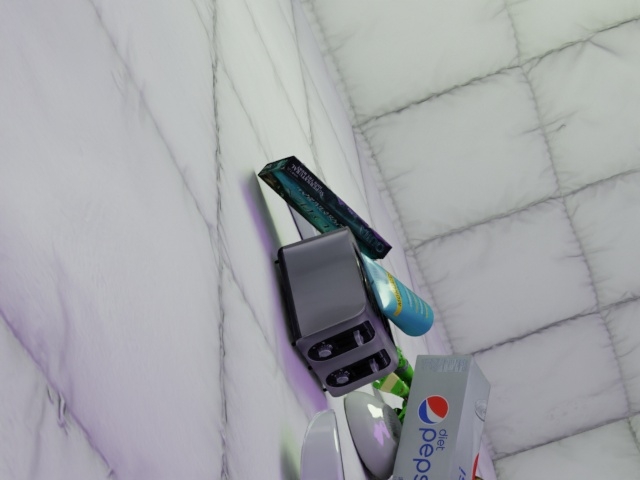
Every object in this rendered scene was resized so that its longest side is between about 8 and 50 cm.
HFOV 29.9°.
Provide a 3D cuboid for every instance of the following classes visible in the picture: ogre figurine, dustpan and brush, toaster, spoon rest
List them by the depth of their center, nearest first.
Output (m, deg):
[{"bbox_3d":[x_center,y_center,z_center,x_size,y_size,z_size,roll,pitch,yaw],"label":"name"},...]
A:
[{"bbox_3d":[-0.004,0.266,1.232,0.211,0.060,0.147,-87,170,-86],"label":"dustpan and brush"},{"bbox_3d":[0.021,0.089,1.588,0.168,0.110,0.186,62,11,-51],"label":"toaster"},{"bbox_3d":[0.103,0.307,1.805,0.276,0.084,0.137,33,35,-55],"label":"spoon rest"},{"bbox_3d":[0.156,0.293,2.070,0.118,0.097,0.197,36,22,-56],"label":"ogre figurine"}]

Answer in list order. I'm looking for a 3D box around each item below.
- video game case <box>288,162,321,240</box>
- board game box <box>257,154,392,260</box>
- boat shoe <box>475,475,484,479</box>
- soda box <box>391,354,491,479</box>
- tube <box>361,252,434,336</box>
[{"bbox_3d":[0.000,0.000,1.973,0.206,0.026,0.227,-82,151,-73],"label":"video game case"},{"bbox_3d":[0.004,-0.041,1.645,0.186,0.026,0.126,42,-14,-13],"label":"board game box"},{"bbox_3d":[0.246,0.459,2.161,0.307,0.104,0.111,67,13,6],"label":"boat shoe"},{"bbox_3d":[0.170,0.310,1.725,0.098,0.091,0.286,56,41,-46],"label":"soda box"},{"bbox_3d":[0.098,0.080,1.586,0.080,0.052,0.207,63,11,25],"label":"tube"}]
